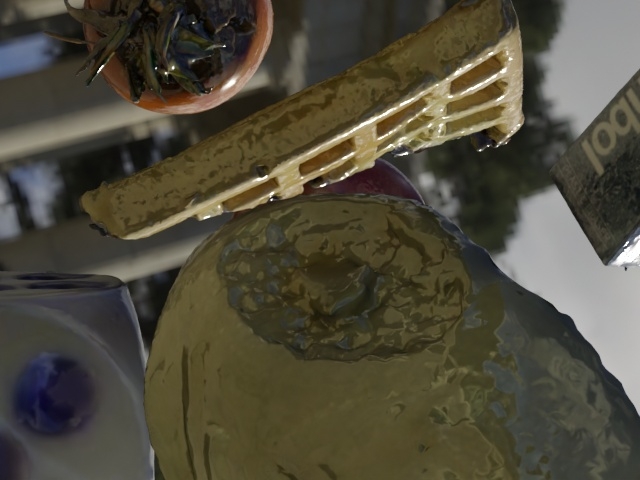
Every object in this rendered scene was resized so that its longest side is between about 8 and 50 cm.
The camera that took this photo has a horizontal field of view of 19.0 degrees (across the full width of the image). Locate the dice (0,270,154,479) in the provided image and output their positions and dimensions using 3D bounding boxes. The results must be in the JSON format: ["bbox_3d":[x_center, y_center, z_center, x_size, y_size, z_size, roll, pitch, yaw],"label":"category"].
[{"bbox_3d":[-0.272,0.154,1.462,0.243,0.259,0.251,-164,-107,-70],"label":"dice"}]

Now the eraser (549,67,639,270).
[{"bbox_3d":[0.248,-0.081,1.315,0.212,0.046,0.092,-53,-128,37],"label":"eraser"}]

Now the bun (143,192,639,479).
[{"bbox_3d":[0.028,0.155,1.100,0.364,0.202,0.364,38,-29,26],"label":"bun"}]

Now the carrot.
[{"bbox_3d":[-0.149,-0.230,1.945,0.214,0.193,0.331,39,8,-9],"label":"carrot"}]

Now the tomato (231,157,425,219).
[{"bbox_3d":[0.000,0.000,1.478,0.167,0.167,0.167,44,-38,48],"label":"tomato"}]

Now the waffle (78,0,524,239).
[{"bbox_3d":[-0.001,-0.026,0.624,0.023,0.153,0.097,60,-7,19],"label":"waffle"}]
